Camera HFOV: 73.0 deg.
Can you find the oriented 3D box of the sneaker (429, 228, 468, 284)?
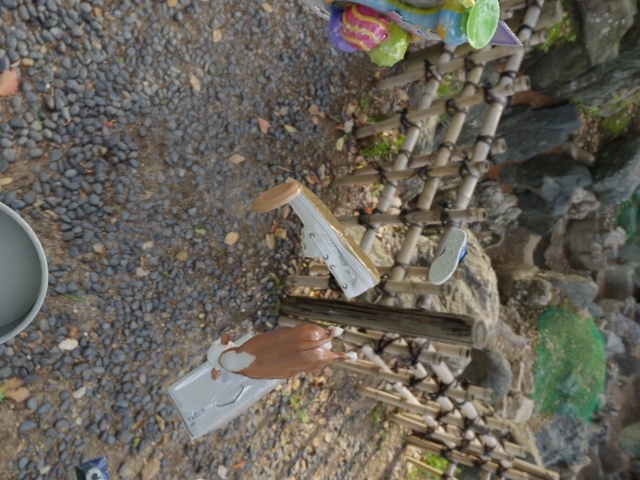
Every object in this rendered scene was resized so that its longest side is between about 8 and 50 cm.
[{"bbox_3d":[0.323,0.052,1.080,0.152,0.058,0.084,-62,149,-13],"label":"sneaker"}]

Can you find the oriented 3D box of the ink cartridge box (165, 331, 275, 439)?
[{"bbox_3d":[-0.215,0.356,1.070,0.223,0.307,0.129,-33,75,-13],"label":"ink cartridge box"}]

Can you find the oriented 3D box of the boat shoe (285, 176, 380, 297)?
[{"bbox_3d":[0.000,0.000,0.867,0.277,0.096,0.098,52,16,1],"label":"boat shoe"}]

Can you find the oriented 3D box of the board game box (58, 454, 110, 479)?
[{"bbox_3d":[-0.330,0.460,0.635,0.042,0.165,0.243,-5,63,-44],"label":"board game box"}]

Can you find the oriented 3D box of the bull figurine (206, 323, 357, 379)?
[{"bbox_3d":[-0.083,0.226,0.874,0.189,0.311,0.101,9,72,-49],"label":"bull figurine"}]

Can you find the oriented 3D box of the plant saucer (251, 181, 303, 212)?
[{"bbox_3d":[-0.067,-0.068,0.658,0.083,0.084,0.013,-40,117,-35],"label":"plant saucer"}]

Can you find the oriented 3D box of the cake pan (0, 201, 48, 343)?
[{"bbox_3d":[-0.625,0.049,0.744,0.294,0.054,0.292,-3,101,-13],"label":"cake pan"}]

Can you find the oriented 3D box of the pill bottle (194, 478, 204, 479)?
[{"bbox_3d":[-0.174,0.508,0.748,0.108,0.180,0.107,-40,146,-34],"label":"pill bottle"}]

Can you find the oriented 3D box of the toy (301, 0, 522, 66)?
[{"bbox_3d":[0.062,-0.215,0.440,0.137,0.237,0.056,11,101,-43],"label":"toy"}]
